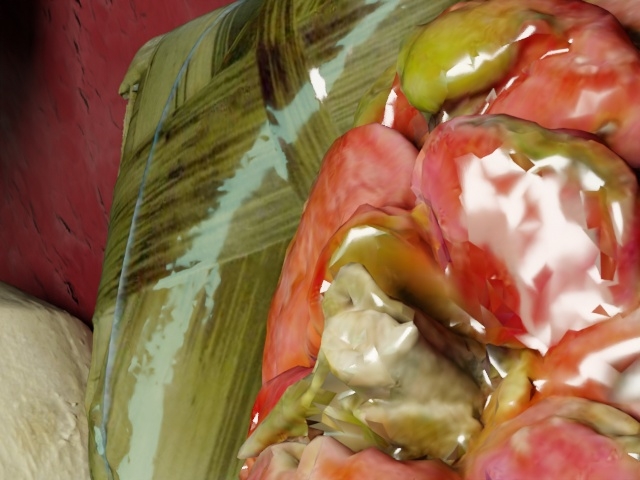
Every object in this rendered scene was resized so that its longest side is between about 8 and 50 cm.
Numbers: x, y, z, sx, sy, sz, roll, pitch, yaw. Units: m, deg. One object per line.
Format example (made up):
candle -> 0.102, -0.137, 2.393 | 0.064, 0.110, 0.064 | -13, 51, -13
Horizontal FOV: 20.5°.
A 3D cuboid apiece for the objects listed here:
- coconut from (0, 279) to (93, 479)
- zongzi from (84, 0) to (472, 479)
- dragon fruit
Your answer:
coconut -> -0.220, 0.162, 1.062 | 0.247, 0.245, 0.245 | 68, 152, 22
zongzi -> 0.000, 0.000, 0.666 | 0.242, 0.112, 0.221 | -17, 63, 56
dragon fruit -> 0.088, 0.076, 0.470 | 0.314, 0.263, 0.296 | 28, 132, 49
